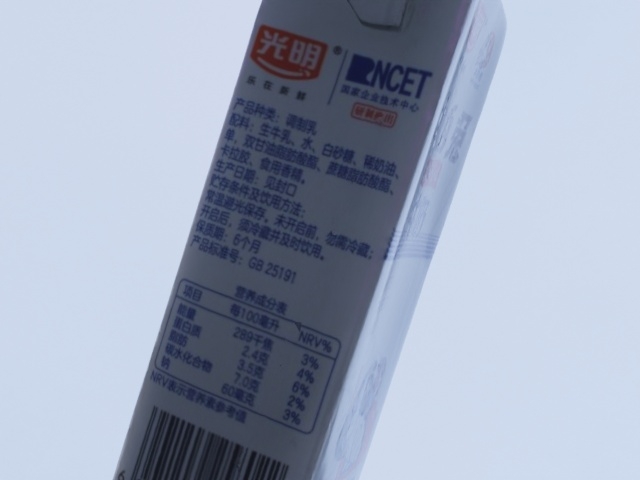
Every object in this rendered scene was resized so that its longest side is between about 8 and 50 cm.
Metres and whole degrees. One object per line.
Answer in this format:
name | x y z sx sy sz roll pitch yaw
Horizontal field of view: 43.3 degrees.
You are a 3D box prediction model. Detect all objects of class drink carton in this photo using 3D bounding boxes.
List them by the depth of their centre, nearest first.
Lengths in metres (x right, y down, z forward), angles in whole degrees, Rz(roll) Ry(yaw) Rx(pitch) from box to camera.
drink carton | 0.000 0.000 0.433 0.107 0.130 0.314 19 -85 16
